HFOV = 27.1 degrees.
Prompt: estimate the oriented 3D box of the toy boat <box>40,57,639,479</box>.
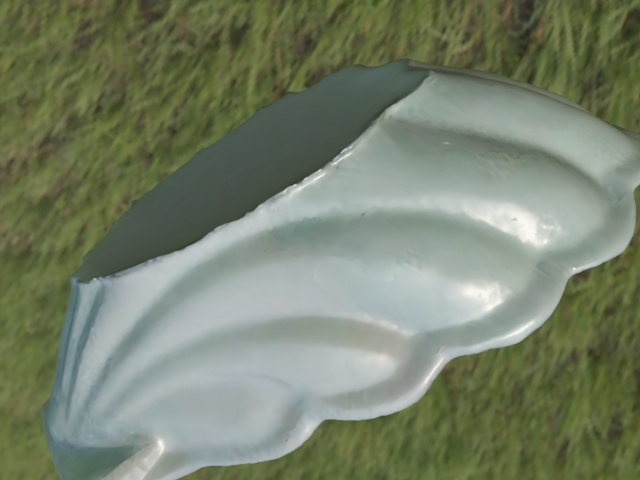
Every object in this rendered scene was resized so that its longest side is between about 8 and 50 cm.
[{"bbox_3d":[0.000,0.000,0.568,0.100,0.290,0.199,58,170,-21],"label":"toy boat"}]
